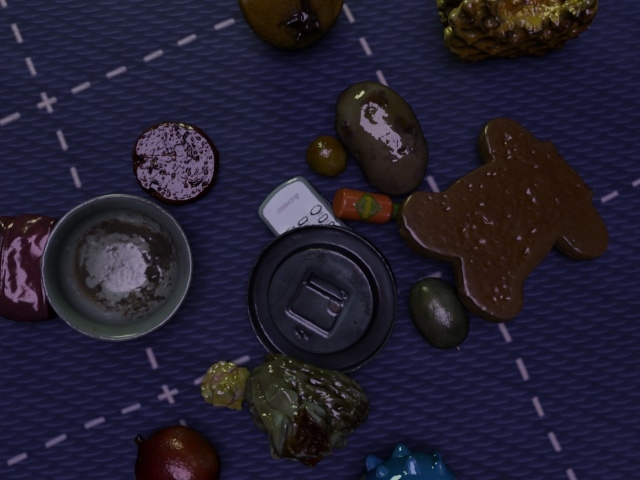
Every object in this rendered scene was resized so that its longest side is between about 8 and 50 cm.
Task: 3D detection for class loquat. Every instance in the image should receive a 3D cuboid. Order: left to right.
[{"bbox_3d":[-0.061,-0.522,1.346,0.243,0.244,0.244,0,85,-1],"label":"loquat"}]

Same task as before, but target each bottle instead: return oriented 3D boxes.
[{"bbox_3d":[0.123,-0.069,1.375,0.187,0.069,0.069,6,84,-20],"label":"bottle"}]

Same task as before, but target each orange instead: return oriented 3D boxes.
[{"bbox_3d":[0.016,-0.181,1.389,0.095,0.085,0.085,41,85,-9],"label":"orange"}]

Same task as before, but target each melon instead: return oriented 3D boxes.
[{"bbox_3d":[0.251,0.157,1.344,0.114,0.114,0.167,-30,83,-3],"label":"melon"}]

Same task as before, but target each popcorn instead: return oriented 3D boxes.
[{"bbox_3d":[-0.195,0.303,1.342,0.109,0.089,0.097,-26,50,-12],"label":"popcorn"}]

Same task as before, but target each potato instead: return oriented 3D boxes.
[{"bbox_3d":[0.135,-0.220,1.360,0.165,0.165,0.262,-35,88,-4],"label":"potato"}]

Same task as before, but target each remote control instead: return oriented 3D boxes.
[{"bbox_3d":[0.000,0.000,1.384,0.140,0.056,0.296,-40,87,-5],"label":"remote control"}]

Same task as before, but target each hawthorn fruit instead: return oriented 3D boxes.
[{"bbox_3d":[-0.293,0.449,1.288,0.169,0.169,0.188,-44,84,-4],"label":"hawthorn fruit"}]

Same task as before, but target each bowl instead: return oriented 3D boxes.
[{"bbox_3d":[-0.415,0.053,1.315,0.289,0.146,0.289,0,89,-19],"label":"bowl"}]

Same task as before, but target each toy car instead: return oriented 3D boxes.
[{"bbox_3d":[0.159,0.509,1.275,0.255,0.188,0.190,-19,77,0],"label":"toy car"}]

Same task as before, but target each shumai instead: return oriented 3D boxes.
[{"bbox_3d":[-0.035,0.351,1.243,0.255,0.218,0.189,15,114,-1],"label":"shumai"}]

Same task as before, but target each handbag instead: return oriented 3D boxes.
[{"bbox_3d":[-0.603,0.057,1.327,0.135,0.146,0.225,4,87,-4],"label":"handbag"}]

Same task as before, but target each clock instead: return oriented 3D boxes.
[{"bbox_3d":[0.004,0.122,1.324,0.318,0.066,0.319,1,98,11],"label":"clock"}]

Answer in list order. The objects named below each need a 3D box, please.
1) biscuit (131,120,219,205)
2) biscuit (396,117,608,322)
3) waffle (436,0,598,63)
[{"bbox_3d":[-0.317,-0.171,1.402,0.192,0.049,0.192,0,88,-6],"label":"biscuit"},{"bbox_3d":[0.393,-0.036,1.354,0.394,0.076,0.368,-42,87,-16],"label":"biscuit"},{"bbox_3d":[0.405,-0.479,1.333,0.324,0.261,0.151,-3,77,-4],"label":"waffle"}]
